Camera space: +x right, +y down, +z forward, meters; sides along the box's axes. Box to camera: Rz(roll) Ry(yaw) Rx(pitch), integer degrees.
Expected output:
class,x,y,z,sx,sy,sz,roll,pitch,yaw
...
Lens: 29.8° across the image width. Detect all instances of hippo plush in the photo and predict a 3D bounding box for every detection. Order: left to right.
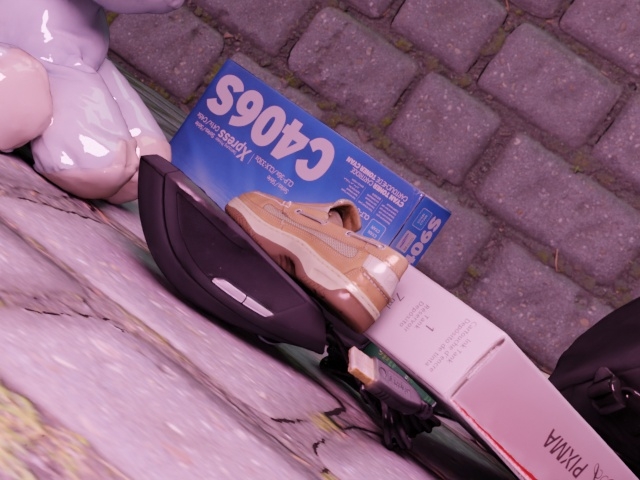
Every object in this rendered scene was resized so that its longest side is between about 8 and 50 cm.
class,x,y,z,sx,sy,sz,roll,pitch,yaw
hippo plush,-0.193,-0.187,0.997,0.234,0.237,0.294,31,6,-46

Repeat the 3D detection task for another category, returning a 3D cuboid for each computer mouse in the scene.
class,x,y,z,sx,sy,sz,roll,pitch,yaw
computer mouse,-0.031,0.055,0.816,0.262,0.060,0.184,46,-6,-29

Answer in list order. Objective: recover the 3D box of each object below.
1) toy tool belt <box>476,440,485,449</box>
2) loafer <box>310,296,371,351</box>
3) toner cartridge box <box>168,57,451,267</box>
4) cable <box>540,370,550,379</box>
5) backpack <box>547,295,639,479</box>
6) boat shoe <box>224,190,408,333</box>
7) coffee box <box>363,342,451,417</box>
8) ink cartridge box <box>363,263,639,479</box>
class,x,y,z,sx,sy,sz,roll,pitch,yaw
toy tool belt,0.181,0.181,1.104,0.083,0.052,0.051,36,12,8
loafer,-0.033,0.017,1.050,0.223,0.078,0.076,33,4,-22
toner cartridge box,-0.030,-0.061,1.403,0.348,0.165,0.075,37,6,34
cable,0.216,0.158,1.511,0.139,0.072,0.287,39,0,-40
backpack,0.411,0.175,1.012,0.356,0.290,0.273,55,43,-5
boat shoe,0.000,0.000,0.878,0.190,0.072,0.068,36,-9,48
coffee box,0.072,0.104,1.171,0.184,0.040,0.113,38,4,31
ink cartridge box,0.175,0.161,0.860,0.296,0.066,0.261,44,-3,-39
